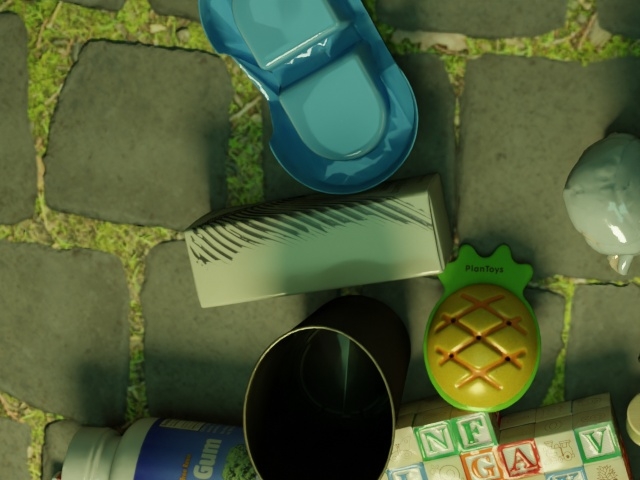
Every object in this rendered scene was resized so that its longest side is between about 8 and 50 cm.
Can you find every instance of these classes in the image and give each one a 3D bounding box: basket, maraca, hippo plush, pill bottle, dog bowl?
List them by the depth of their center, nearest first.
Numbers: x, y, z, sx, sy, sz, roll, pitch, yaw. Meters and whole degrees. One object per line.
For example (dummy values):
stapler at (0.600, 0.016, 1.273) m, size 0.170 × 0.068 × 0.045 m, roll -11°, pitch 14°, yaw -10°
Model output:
hippo plush at (0.373, -0.074, 1.206) m, size 0.236 × 0.294 × 0.234 m, roll 5°, pitch 94°, yaw 37°
dog bowl at (-0.007, -0.196, 1.308) m, size 0.166 × 0.074 × 0.297 m, roll -28°, pitch 98°, yaw 18°
basket at (0.020, 0.150, 1.315) m, size 0.154 × 0.227 × 0.204 m, roll 6°, pitch 107°, yaw 10°
maraca at (0.176, 0.094, 1.334) m, size 0.127 × 0.099 × 0.186 m, roll 2°, pitch 75°, yaw 9°
pill bottle at (-0.156, 0.287, 1.430) m, size 0.271 × 0.152 × 0.152 m, roll 4°, pitch 106°, yaw 10°

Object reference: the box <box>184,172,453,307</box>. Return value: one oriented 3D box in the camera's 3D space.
box at (0.000, 0.000, 1.341) m, size 0.275 × 0.113 × 0.094 m, roll -10°, pitch 102°, yaw 13°

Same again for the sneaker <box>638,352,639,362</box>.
sneaker at (0.478, 0.166, 1.305) m, size 0.283 × 0.107 × 0.124 m, roll 34°, pitch 91°, yaw 0°

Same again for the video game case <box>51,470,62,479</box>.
video game case at (-0.212, 0.417, 1.544) m, size 0.285 × 0.025 × 0.204 m, roll 12°, pitch 107°, yaw 8°

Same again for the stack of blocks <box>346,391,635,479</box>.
stack of blocks at (0.192, 0.257, 1.381) m, size 0.297 × 0.087 × 0.171 m, roll -15°, pitch 101°, yaw 16°

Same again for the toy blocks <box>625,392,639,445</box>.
toy blocks at (0.376, 0.236, 1.331) m, size 0.054 × 0.148 × 0.123 m, roll -28°, pitch 64°, yaw -1°
